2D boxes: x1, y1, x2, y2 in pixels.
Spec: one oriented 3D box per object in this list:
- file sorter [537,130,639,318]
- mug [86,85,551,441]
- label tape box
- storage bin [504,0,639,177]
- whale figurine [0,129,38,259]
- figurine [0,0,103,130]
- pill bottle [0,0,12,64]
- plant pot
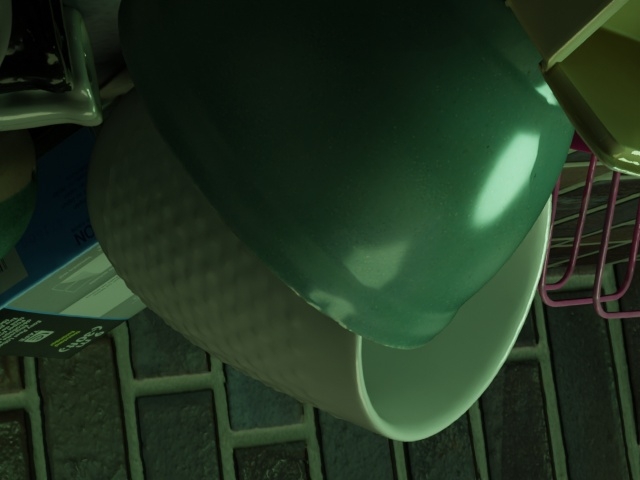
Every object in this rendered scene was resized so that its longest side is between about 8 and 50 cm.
[{"bbox_3d":[0.284,-0.022,1.883,0.290,0.182,0.202,15,-172,38],"label":"file sorter"},{"bbox_3d":[0.000,0.000,1.537,0.328,0.276,0.374,20,167,32],"label":"mug"},{"bbox_3d":[-0.213,0.014,1.830,0.249,0.115,0.347,-33,160,19],"label":"label tape box"},{"bbox_3d":[0.278,-0.152,1.002,0.262,0.123,0.260,-43,151,27],"label":"storage bin"},{"bbox_3d":[-0.373,-0.036,1.528,0.272,0.141,0.216,-2,-154,1],"label":"whale figurine"},{"bbox_3d":[-0.272,-0.116,1.274,0.209,0.092,0.215,-11,173,1],"label":"figurine"},{"bbox_3d":[-0.315,-0.125,1.070,0.245,0.130,0.130,-11,172,27],"label":"pill bottle"},{"bbox_3d":[0.049,-0.109,1.122,0.196,0.293,0.293,-40,160,20],"label":"plant pot"}]
